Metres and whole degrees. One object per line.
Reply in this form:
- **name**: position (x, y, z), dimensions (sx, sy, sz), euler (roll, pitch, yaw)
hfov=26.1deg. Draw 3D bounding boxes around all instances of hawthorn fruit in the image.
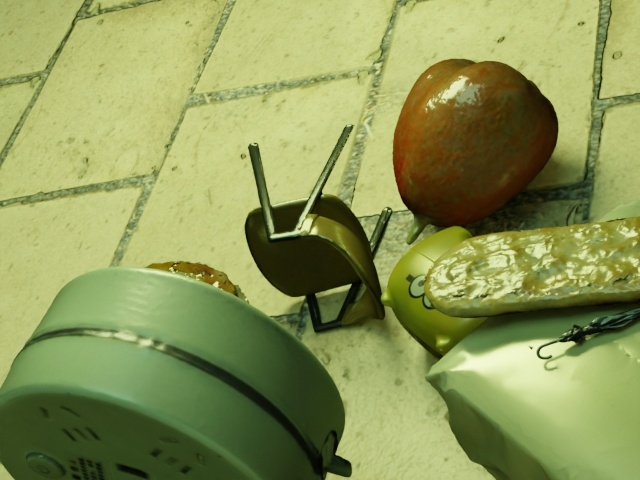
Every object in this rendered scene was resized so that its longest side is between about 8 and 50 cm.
- **hawthorn fruit**: position (0.166, -0.102, 1.669), dimensions (0.199, 0.199, 0.251), euler (23, 74, 45)

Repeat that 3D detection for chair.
- **chair**: position (0.000, 0.000, 1.660), dimensions (0.172, 0.159, 0.247), euler (-11, 40, 18)

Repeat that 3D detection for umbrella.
- **umbrella**: position (0.244, 0.074, 1.203), dimensions (0.122, 0.013, 0.022), euler (-24, 48, 4)

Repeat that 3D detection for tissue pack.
- **tissue pack**: position (0.155, 0.075, 1.505), dimensions (0.127, 0.123, 0.178), euler (-37, 39, -11)
- **tissue pack**: position (0.322, 0.167, 1.229), dimensions (0.297, 0.207, 0.380), euler (-39, 38, -12)

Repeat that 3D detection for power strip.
- **power strip**: position (-0.144, 0.194, 1.391), dimensions (0.357, 0.357, 0.161), euler (-1, 46, 30)

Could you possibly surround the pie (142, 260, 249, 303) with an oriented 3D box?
- **pie**: position (-0.209, 0.141, 1.686), dimensions (0.308, 0.085, 0.308), euler (-13, 42, 12)

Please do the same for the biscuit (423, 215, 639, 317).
- **biscuit**: position (0.212, 0.023, 1.272), dimensions (0.247, 0.029, 0.118), euler (-8, 38, 24)
